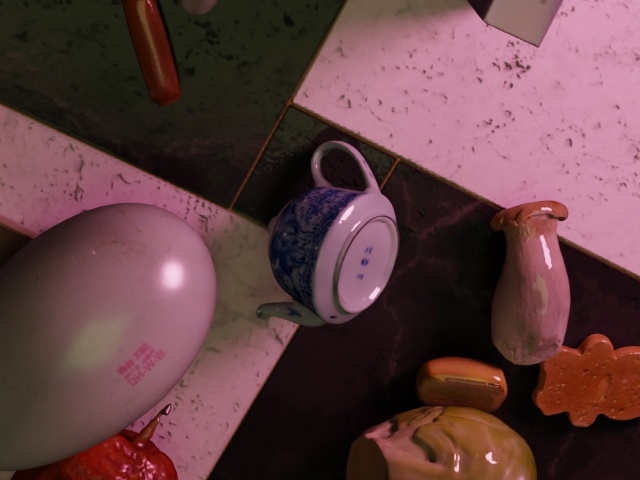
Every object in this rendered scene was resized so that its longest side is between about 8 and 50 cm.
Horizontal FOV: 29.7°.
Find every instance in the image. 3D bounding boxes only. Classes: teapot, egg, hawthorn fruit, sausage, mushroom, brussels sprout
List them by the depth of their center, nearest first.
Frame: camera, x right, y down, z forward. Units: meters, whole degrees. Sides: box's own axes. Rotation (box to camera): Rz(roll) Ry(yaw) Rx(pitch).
[{"bbox_3d":[-0.184,-0.211,1.319,0.039,0.041,0.131,-16,114,-6],"label":"sausage"},{"bbox_3d":[-0.275,0.113,1.344,0.371,0.230,0.230,-43,112,8],"label":"egg"},{"bbox_3d":[0.000,0.000,1.391,0.159,0.159,0.231,17,98,-14],"label":"teapot"},{"bbox_3d":[-0.255,0.293,1.453,0.207,0.207,0.243,31,92,-18],"label":"hawthorn fruit"},{"bbox_3d":[0.255,0.051,1.465,0.097,0.088,0.212,3,111,27],"label":"mushroom"},{"bbox_3d":[0.152,0.311,1.502,0.244,0.244,0.244,-3,114,-6],"label":"brussels sprout"}]

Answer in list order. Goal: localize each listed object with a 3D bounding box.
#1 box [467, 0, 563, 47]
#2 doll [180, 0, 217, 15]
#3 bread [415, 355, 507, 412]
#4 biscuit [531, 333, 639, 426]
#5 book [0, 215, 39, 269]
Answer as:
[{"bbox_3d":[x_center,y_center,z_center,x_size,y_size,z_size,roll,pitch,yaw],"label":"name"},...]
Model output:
[{"bbox_3d":[0.207,-0.298,1.220,0.067,0.243,0.155,24,110,-10],"label":"box"},{"bbox_3d":[-0.064,-0.353,1.213,0.243,0.159,0.310,6,122,-12],"label":"doll"},{"bbox_3d":[0.178,0.176,1.524,0.115,0.056,0.082,5,141,5],"label":"bread"},{"bbox_3d":[0.364,0.180,1.566,0.184,0.027,0.133,-8,113,-5],"label":"biscuit"},{"bbox_3d":[-0.484,0.079,1.420,0.217,0.021,0.310,29,107,-17],"label":"book"}]
